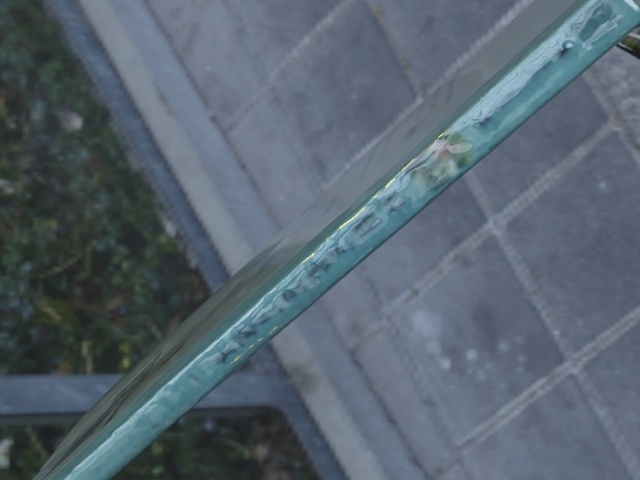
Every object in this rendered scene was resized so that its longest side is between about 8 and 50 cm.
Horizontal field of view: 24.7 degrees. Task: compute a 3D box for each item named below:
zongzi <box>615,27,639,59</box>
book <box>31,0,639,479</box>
[{"bbox_3d":[0.306,-0.206,1.178,0.187,0.084,0.184,30,143,12],"label":"zongzi"},{"bbox_3d":[0.000,0.000,0.531,0.283,0.215,0.025,-41,94,16],"label":"book"}]
